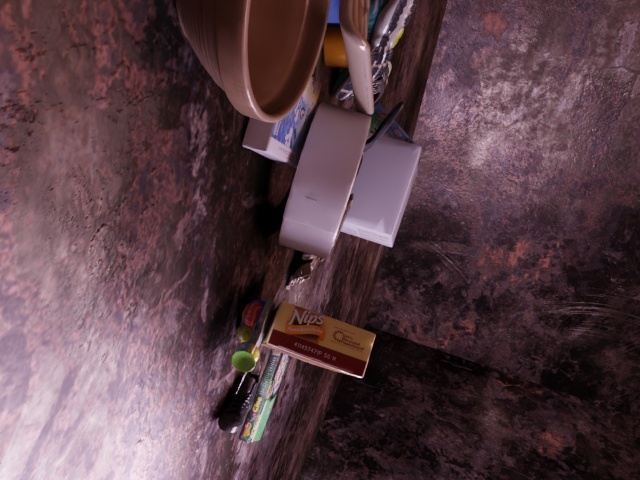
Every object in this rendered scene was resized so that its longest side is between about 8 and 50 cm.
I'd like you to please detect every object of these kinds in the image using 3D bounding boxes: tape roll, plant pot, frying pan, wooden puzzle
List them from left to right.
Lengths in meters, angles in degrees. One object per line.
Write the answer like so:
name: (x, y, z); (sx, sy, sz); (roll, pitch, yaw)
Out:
plant pot: (-0.073, -0.253, 0.546); (0.237, 0.109, 0.238); (18, 90, -77)
tape roll: (0.007, -0.112, 0.990); (0.286, 0.100, 0.286); (-162, -90, -89)
wooden puzzle: (0.039, -0.399, 0.786); (0.322, 0.080, 0.348); (20, 70, -83)
frying pan: (0.066, -0.159, 1.177); (0.326, 0.053, 0.197); (-49, -162, 47)

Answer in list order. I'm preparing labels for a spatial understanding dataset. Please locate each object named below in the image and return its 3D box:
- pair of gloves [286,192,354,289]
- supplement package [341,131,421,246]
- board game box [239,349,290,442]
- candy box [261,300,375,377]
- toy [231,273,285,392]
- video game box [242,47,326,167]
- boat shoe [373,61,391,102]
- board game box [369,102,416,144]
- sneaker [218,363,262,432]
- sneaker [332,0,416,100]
pair of gloves: (0.000, 0.000, 1.257); (0.240, 0.042, 0.204); (-53, -172, 46)
supplement package: (0.143, -0.145, 1.443); (0.145, 0.203, 0.262); (53, 56, -75)
board game box: (-0.136, 0.390, 1.357); (0.136, 0.030, 0.260); (77, 33, -71)
candy box: (-0.019, 0.202, 1.059); (0.316, 0.182, 0.088); (125, -15, -75)
toy: (-0.126, 0.160, 0.982); (0.237, 0.056, 0.137); (-80, -168, -69)
video game box: (-0.049, -0.229, 0.840); (0.187, 0.048, 0.205); (-8, 115, -80)
boat shoe: (0.137, -0.412, 1.345); (0.223, 0.080, 0.074); (28, 74, -82)
board game box: (0.212, -0.295, 1.608); (0.039, 0.212, 0.160); (-21, 144, -18)
sneaker: (-0.164, 0.323, 1.092); (0.170, 0.051, 0.089); (-36, 142, -78)
sneaker: (0.100, -0.426, 1.101); (0.107, 0.110, 0.275); (-17, 143, -55)
